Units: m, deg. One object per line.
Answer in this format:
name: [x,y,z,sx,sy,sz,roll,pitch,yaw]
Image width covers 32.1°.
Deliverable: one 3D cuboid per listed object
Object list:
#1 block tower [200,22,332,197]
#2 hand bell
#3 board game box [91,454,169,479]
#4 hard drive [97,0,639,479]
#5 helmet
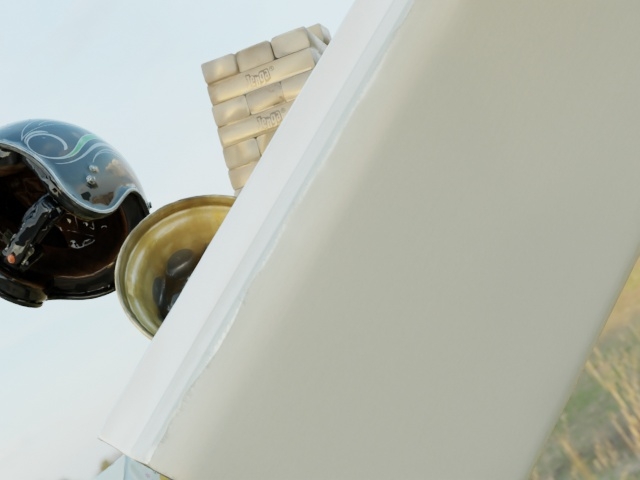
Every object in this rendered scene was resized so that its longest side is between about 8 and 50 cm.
block tower: [0.000,0.000,0.861,0.091,0.335,0.097,-17,-7,14]
hand bell: [-0.076,0.088,0.831,0.126,0.126,0.242,-34,-27,-23]
board game box: [-0.131,0.340,1.101,0.224,0.303,0.097,-39,37,33]
hard drive: [0.075,-0.015,0.522,0.047,0.233,0.353,17,72,45]
helmet: [-0.234,-0.026,0.979,0.169,0.169,0.161,-38,-7,18]
